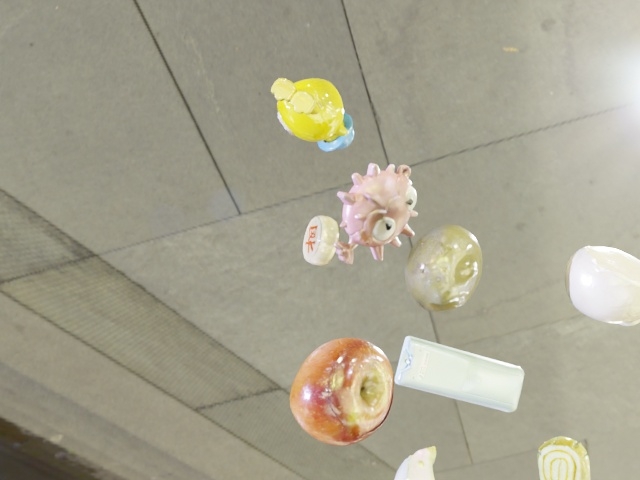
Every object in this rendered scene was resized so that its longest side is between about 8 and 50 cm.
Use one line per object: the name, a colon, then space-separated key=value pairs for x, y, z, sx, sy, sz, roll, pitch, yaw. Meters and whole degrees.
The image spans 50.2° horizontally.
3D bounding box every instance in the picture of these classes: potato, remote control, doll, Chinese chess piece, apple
potato: x=0.250 y=0.058 z=1.394 sx=0.160 sy=0.235 sz=0.177 roll=-9 pitch=90 yaw=20
remote control: x=0.301 y=0.285 z=1.438 sx=0.294 sy=0.051 sz=0.103 roll=17 pitch=83 yaw=-16
doll: x=-0.016 y=-0.297 z=1.589 sx=0.199 sy=0.363 sz=0.145 roll=38 pitch=95 yaw=13
Chinese chess piece: x=0.000 y=0.000 z=1.649 sx=0.051 sy=0.122 sz=0.122 roll=13 pitch=128 yaw=-22
doll: x=0.123 y=-0.061 z=1.539 sx=0.262 sy=0.093 sz=0.211 roll=-49 pitch=117 yaw=-10
apple: x=0.053 y=0.371 z=1.688 sx=0.206 sy=0.271 sz=0.251 roll=-13 pitch=131 yaw=45

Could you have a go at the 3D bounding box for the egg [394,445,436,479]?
egg: x=0.196 y=0.503 z=1.113 sx=0.271 sy=0.206 sz=0.161 roll=38 pitch=125 yaw=-1

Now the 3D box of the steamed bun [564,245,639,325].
steamed bun: x=0.589 y=0.098 z=1.384 sx=0.228 sy=0.177 sz=0.130 roll=1 pitch=121 yaw=-45

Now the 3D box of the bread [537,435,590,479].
bread: x=0.596 y=0.561 z=1.671 sx=0.118 sy=0.156 sz=0.064 roll=2 pitch=-174 yaw=45
